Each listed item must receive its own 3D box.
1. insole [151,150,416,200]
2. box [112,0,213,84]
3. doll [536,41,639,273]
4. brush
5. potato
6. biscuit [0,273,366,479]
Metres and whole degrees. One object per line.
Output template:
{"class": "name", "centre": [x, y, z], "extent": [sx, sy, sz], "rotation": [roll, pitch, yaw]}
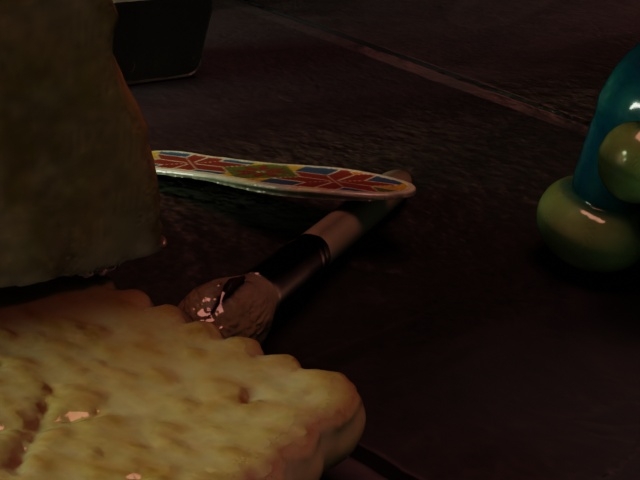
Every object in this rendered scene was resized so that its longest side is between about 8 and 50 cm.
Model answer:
{"class": "insole", "centre": [-0.036, -0.039, 0.769], "extent": [0.193, 0.006, 0.065], "rotation": [9, 17, 28]}
{"class": "box", "centre": [-0.141, -0.159, 0.967], "extent": [0.122, 0.084, 0.069], "rotation": [-15, 42, -41]}
{"class": "doll", "centre": [0.268, -0.028, 0.670], "extent": [0.322, 0.186, 0.198], "rotation": [23, 28, 37]}
{"class": "brush", "centre": [0.000, 0.000, 0.695], "extent": [0.039, 0.042, 0.299], "rotation": [-25, 7, 28]}
{"class": "potato", "centre": [-0.188, -0.113, 0.522], "extent": [0.211, 0.264, 0.189], "rotation": [-15, 41, -26]}
{"class": "biscuit", "centre": [-0.164, 0.055, 0.509], "extent": [0.325, 0.044, 0.217], "rotation": [20, 27, 27]}
